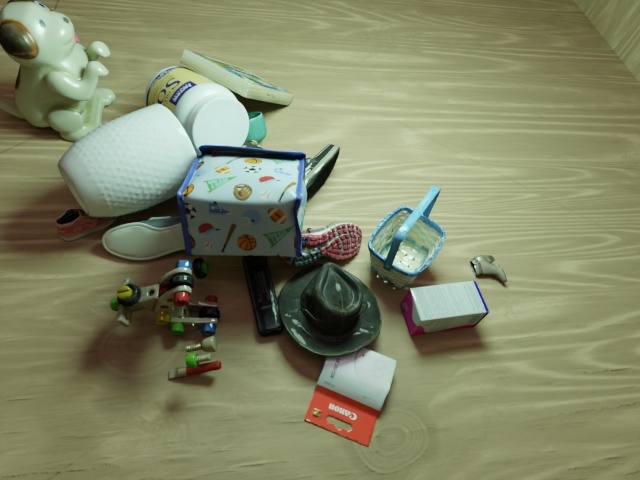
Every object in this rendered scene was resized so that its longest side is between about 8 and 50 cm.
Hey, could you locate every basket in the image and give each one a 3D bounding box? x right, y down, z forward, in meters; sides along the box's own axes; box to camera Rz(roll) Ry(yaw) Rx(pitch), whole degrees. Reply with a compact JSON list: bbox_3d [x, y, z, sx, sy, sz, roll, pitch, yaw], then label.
[{"bbox_3d":[0.264,-0.003,1.390,0.201,0.289,0.255,36,56,14],"label":"basket"}]

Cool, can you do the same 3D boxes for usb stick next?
[{"bbox_3d":[-0.173,0.151,1.352,0.077,0.045,0.278,-13,59,-11],"label":"usb stick"}]

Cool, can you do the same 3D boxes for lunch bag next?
[{"bbox_3d":[-0.202,-0.145,1.314,0.328,0.239,0.385,3,33,-1],"label":"lunch bag"}]

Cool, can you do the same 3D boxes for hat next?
[{"bbox_3d":[0.032,0.157,1.303,0.331,0.134,0.331,4,43,-4],"label":"hat"}]

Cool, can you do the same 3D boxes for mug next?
[{"bbox_3d":[-0.603,-0.227,1.395,0.328,0.276,0.374,-33,29,-28],"label":"mug"},{"bbox_3d":[-0.270,-0.405,1.675,0.129,0.097,0.158,-31,31,-26],"label":"mug"}]

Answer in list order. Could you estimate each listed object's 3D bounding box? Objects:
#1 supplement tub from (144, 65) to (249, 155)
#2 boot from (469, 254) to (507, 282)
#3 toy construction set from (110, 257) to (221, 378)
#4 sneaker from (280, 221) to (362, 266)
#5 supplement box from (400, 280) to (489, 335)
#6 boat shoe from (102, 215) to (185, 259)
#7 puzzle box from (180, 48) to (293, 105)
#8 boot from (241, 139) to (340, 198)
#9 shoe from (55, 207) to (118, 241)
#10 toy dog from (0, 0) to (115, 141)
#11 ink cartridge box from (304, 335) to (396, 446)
[{"bbox_3d":[-0.415,-0.427,1.532,0.241,0.241,0.331,-31,47,-27],"label":"supplement tub"},{"bbox_3d":[0.559,0.101,1.533,0.087,0.042,0.118,-17,59,-14],"label":"boot"},{"bbox_3d":[-0.405,0.209,1.200,0.237,0.257,0.308,-12,81,2],"label":"toy construction set"},{"bbox_3d":[0.000,0.000,1.453,0.299,0.121,0.112,-7,15,-27],"label":"sneaker"},{"bbox_3d":[0.370,0.205,1.378,0.220,0.111,0.114,-5,57,-15],"label":"supplement box"},{"bbox_3d":[-0.489,-0.016,1.393,0.319,0.116,0.099,-8,18,-9],"label":"boat shoe"},{"bbox_3d":[-0.291,-0.596,1.695,0.272,0.052,0.409,29,19,9],"label":"puzzle box"},{"bbox_3d":[-0.132,-0.261,1.588,0.284,0.138,0.377,34,65,12],"label":"boot"},{"bbox_3d":[-0.702,-0.067,1.377,0.178,0.081,0.063,-31,67,-27],"label":"shoe"},{"bbox_3d":[-0.883,-0.574,1.488,0.395,0.408,0.284,5,55,-8],"label":"toy dog"},{"bbox_3d":[0.085,0.398,1.228,0.189,0.066,0.232,22,51,4],"label":"ink cartridge box"}]
